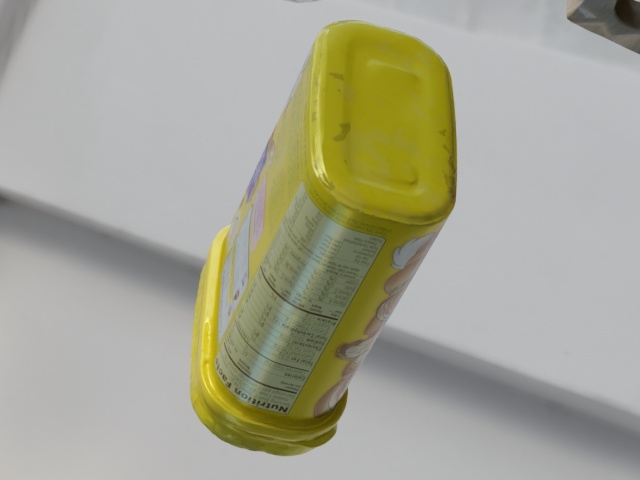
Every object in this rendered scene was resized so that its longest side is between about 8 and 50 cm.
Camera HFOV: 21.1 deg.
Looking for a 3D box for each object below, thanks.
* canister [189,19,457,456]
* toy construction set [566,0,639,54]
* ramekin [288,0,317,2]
[{"bbox_3d":[0.000,0.000,0.779,0.170,0.073,0.126,118,161,-45],"label":"canister"},{"bbox_3d":[0.221,-0.150,0.599,0.257,0.308,0.237,48,-138,-31],"label":"toy construction set"},{"bbox_3d":[-0.009,-0.285,1.076,0.277,0.135,0.277,39,-141,-41],"label":"ramekin"}]
